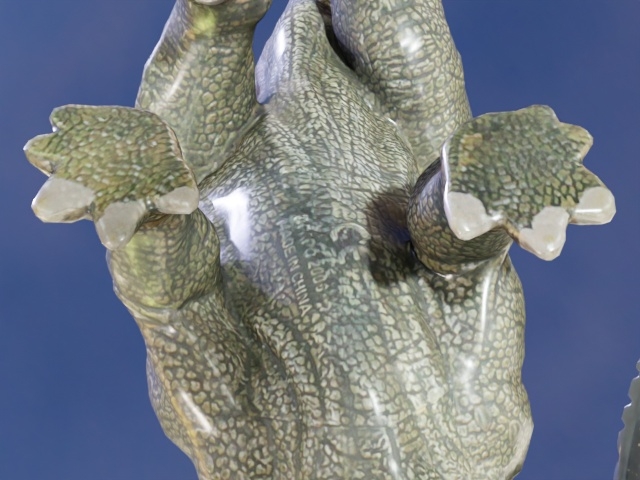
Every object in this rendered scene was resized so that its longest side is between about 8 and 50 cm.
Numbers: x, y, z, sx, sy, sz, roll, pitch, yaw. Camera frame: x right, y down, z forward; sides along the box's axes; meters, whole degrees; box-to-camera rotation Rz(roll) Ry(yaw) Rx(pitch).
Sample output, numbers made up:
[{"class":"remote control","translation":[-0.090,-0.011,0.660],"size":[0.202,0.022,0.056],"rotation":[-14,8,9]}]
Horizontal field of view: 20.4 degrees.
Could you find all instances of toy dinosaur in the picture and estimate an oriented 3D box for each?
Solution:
[{"class":"toy dinosaur","translation":[0.000,0.000,0.398],"size":[0.121,0.160,0.313],"rotation":[-10,-131,-8]}]

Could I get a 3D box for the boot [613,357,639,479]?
[{"class":"boot","translation":[0.242,0.042,0.637],"size":[0.223,0.118,0.338],"rotation":[22,-71,39]}]
